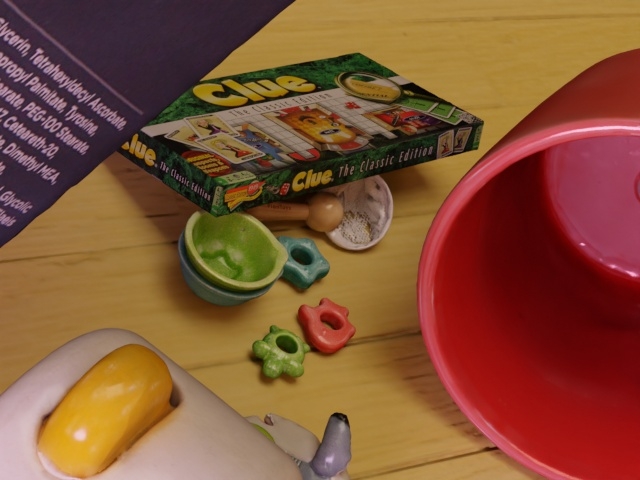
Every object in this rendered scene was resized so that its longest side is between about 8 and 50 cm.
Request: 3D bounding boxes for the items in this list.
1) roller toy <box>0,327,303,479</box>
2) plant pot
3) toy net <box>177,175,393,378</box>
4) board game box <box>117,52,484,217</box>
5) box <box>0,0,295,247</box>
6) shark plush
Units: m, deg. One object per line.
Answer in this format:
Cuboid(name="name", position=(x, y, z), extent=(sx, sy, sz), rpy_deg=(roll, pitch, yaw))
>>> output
Cuboid(name="roller toy", position=(-0.117, 0.144, 0.855), extent=(0.146, 0.191, 0.209), rpy_deg=(38, -4, 9))
Cuboid(name="plant pot", position=(0.221, 0.001, 1.190), extent=(0.275, 0.275, 0.243), rpy_deg=(32, 30, 0))
Cuboid(name="toy net", position=(0.000, 0.000, 1.193), extent=(0.122, 0.045, 0.232), rpy_deg=(39, 40, 10))
Cuboid(name="board game box", position=(-0.019, -0.080, 1.237), extent=(0.136, 0.030, 0.260), rpy_deg=(30, 32, 36))
Cuboid(name="box", position=(-0.308, -0.217, 0.843), extent=(0.480, 0.472, 0.297), rpy_deg=(52, 5, 22))
Cuboid(name="shark plush", position=(-0.011, 0.176, 1.026), extent=(0.067, 0.073, 0.161), rpy_deg=(-6, 72, -12))
